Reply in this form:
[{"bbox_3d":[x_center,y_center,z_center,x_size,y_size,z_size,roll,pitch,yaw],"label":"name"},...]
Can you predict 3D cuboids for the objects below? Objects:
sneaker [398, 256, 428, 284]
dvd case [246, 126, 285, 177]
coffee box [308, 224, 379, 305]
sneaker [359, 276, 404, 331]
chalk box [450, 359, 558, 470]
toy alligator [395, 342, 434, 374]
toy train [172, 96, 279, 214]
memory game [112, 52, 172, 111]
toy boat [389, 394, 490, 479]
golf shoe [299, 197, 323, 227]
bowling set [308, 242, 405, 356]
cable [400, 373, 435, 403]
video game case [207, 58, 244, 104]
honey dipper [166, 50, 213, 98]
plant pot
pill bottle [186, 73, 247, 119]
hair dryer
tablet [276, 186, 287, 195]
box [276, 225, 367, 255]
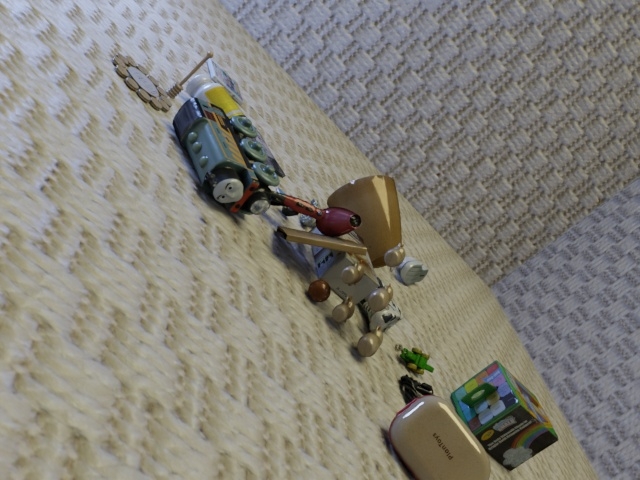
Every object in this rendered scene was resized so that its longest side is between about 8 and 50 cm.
[{"bbox_3d":[0.328,0.107,2.644,0.091,0.094,0.258,36,5,20],"label":"sneaker"},{"bbox_3d":[-0.202,-0.299,2.194,0.221,0.018,0.164,58,17,27],"label":"dvd case"},{"bbox_3d":[0.060,0.047,1.946,0.141,0.098,0.246,41,17,-28],"label":"coffee box"},{"bbox_3d":[0.144,0.168,1.909,0.153,0.094,0.235,52,15,12],"label":"sneaker"},{"bbox_3d":[0.504,0.483,2.015,0.289,0.180,0.179,43,16,-29],"label":"chalk box"},{"bbox_3d":[0.242,0.317,1.922,0.051,0.056,0.190,3,-25,46],"label":"toy alligator"},{"bbox_3d":[-0.227,-0.196,1.666,0.190,0.142,0.334,17,35,-43],"label":"toy train"},{"bbox_3d":[-0.436,-0.386,1.734,0.186,0.012,0.186,46,14,-15],"label":"memory game"},{"bbox_3d":[0.245,0.446,1.490,0.231,0.151,0.151,53,-14,12],"label":"toy boat"},{"bbox_3d":[-0.010,-0.067,2.096,0.086,0.069,0.176,53,15,-11],"label":"golf shoe"},{"bbox_3d":[0.084,0.119,1.703,0.200,0.287,0.154,20,6,13],"label":"bowling set"},{"bbox_3d":[0.263,0.406,1.761,0.150,0.047,0.184,43,17,-25],"label":"cable"},{"bbox_3d":[-0.327,-0.546,2.434,0.143,0.019,0.157,40,17,-34],"label":"video game case"},{"bbox_3d":[-0.337,-0.433,1.844,0.030,0.161,0.030,46,16,-17],"label":"honey dipper"},{"bbox_3d":[0.168,-0.045,2.319,0.237,0.237,0.254,22,47,-61],"label":"plant pot"},{"bbox_3d":[-0.285,-0.362,1.933,0.184,0.103,0.103,53,15,11],"label":"pill bottle"},{"bbox_3d":[-0.023,-0.062,1.824,0.294,0.080,0.224,10,-3,26],"label":"hair dryer"},{"bbox_3d":[-0.097,-0.121,2.084,0.083,0.006,0.054,39,18,-40],"label":"tablet"},{"bbox_3d":[0.000,0.000,1.746,0.201,0.021,0.164,12,5,-13],"label":"box"}]
